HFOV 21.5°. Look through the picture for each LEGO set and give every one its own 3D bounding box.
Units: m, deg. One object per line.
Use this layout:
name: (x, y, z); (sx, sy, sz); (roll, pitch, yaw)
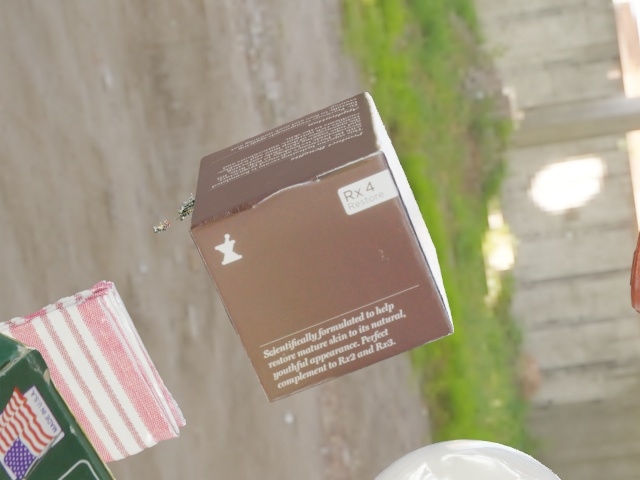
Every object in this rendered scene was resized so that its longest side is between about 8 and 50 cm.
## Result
LEGO set: (-0.175, -0.038, 2.108); (0.023, 0.083, 0.054); (62, -2, 3)

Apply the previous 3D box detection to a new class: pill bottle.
pill bottle: (0.104, 0.240, 1.213); (0.301, 0.169, 0.169); (72, 12, -76)

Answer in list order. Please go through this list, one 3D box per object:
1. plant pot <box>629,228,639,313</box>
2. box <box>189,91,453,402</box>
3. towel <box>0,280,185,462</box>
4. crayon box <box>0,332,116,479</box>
plant pot: (0.455, 0.007, 1.639); (0.272, 0.265, 0.272); (14, 90, -71)
box: (0.000, 0.000, 1.421); (0.203, 0.168, 0.167); (-93, 161, -71)
towel: (-0.216, 0.119, 1.258); (0.029, 0.197, 0.144); (-98, 166, -59)
crayon box: (-0.214, 0.111, 0.874); (0.081, 0.318, 0.202); (-42, 125, -24)
